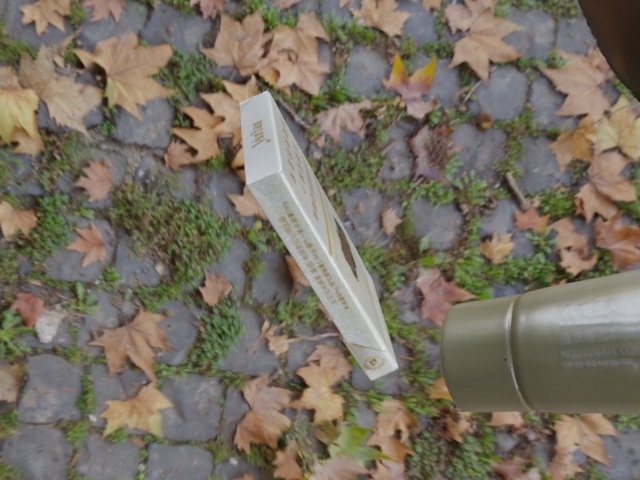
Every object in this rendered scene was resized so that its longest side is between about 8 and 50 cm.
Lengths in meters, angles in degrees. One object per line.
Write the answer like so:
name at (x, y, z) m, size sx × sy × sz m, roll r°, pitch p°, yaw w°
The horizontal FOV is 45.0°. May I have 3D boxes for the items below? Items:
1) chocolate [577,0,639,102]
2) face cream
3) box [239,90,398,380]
chocolate at (0.218, -0.159, 0.264) m, size 0.186 × 0.283 × 0.283 m, roll -17°, pitch 82°, yaw -3°
face cream at (0.247, 0.061, 0.494) m, size 0.341 × 0.084 × 0.137 m, roll -11°, pitch 55°, yaw 32°
box at (0.000, 0.000, 0.465) m, size 0.024 × 0.090 × 0.167 m, roll -24°, pitch 127°, yaw 9°
